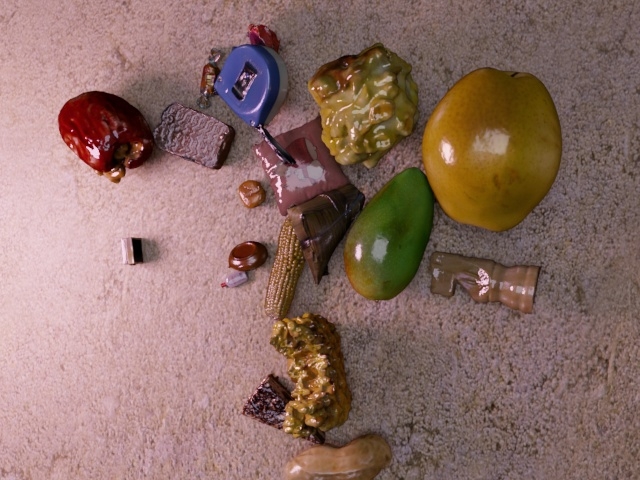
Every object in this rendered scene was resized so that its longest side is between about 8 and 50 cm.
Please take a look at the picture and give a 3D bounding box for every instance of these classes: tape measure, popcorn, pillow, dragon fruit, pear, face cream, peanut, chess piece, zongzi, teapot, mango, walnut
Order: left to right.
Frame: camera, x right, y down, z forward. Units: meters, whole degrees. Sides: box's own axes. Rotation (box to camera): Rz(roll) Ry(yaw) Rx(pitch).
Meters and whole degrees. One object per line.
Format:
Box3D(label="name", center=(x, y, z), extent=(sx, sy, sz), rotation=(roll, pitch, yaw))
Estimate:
Box3D(label="walnut", center=(-0.616, -0.287, 1.895), extent=(0.269, 0.222, 0.244), rotation=(47, 123, 32))
Box3D(label="face cream", center=(-0.254, 0.116, 1.946), extent=(0.083, 0.021, 0.040), rotation=(-25, 86, 5))
Box3D(label="teapot", center=(-0.211, 0.053, 1.922), extent=(0.129, 0.078, 0.098), rotation=(-11, 47, 15))
Box3D(label="tape measure", center=(-0.151, -0.390, 1.831), extent=(0.351, 0.098, 0.215), rotation=(48, 125, 22))
Box3D(label="dragon fruit", center=(-0.154, -0.573, 1.909), extent=(0.068, 0.112, 0.126), rotation=(-38, 79, -17))
Box3D(label="pillow", center=(-0.054, -0.216, 1.898), extent=(0.223, 0.084, 0.236), rotation=(-22, 86, 3))
Box3D(label="zongzi", center=(0.043, -0.020, 1.843), extent=(0.221, 0.112, 0.242), rotation=(-27, 112, -20))
Box3D(label="peanut", center=(0.050, 0.628, 1.846), extent=(0.305, 0.147, 0.147), rotation=(-12, 88, 7))
Box3D(label="popcorn", center=(0.127, -0.355, 1.785), extent=(0.312, 0.312, 0.312), rotation=(0, 89, 6))
Box3D(label="mango", center=(0.192, -0.019, 1.802), extent=(0.225, 0.201, 0.382), rotation=(22, 91, -27))
Box3D(label="chess piece", center=(0.447, 0.107, 1.832), extent=(0.301, 0.137, 0.137), rotation=(12, 90, 19))
Box3D(label="pear", center=(0.438, -0.235, 1.713), extent=(0.362, 0.362, 0.418), rotation=(6, 115, 6))

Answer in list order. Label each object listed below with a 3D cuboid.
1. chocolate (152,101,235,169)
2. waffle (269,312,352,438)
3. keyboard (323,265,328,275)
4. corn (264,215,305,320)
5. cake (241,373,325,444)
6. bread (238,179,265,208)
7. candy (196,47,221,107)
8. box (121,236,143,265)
Box3D(label="chocolate", center=(-0.368, -0.301, 1.932), extent=(0.214, 0.093, 0.148), rotation=(24, 90, 6))
Box3D(label="waffle", center=(-0.022, 0.359, 1.792), extent=(0.151, 0.261, 0.324), rotation=(-14, 75, 24))
Box3D(label="keyboard", center=(0.000, 0.000, 1.901), extent=(0.013, 0.061, 0.204), rotation=(-6, 88, 26))
Box3D(label="corn", center=(-0.094, 0.073, 1.897), extent=(0.097, 0.097, 0.320), rotation=(16, 93, 6))
Box3D(label="cake", center=(-0.111, 0.512, 1.880), extent=(0.135, 0.112, 0.246), rotation=(-42, 88, 6))
Box3D(label="bread", center=(-0.198, -0.134, 1.933), extent=(0.081, 0.046, 0.083), rotation=(2, 90, 9))
Box3D(label="candy", center=(-0.326, -0.481, 1.954), extent=(0.053, 0.046, 0.182), rotation=(14, 92, 8))
Box3D(label="box", center=(-0.554, 0.033, 1.952), extent=(0.035, 0.079, 0.083), rotation=(-7, 88, 5))
